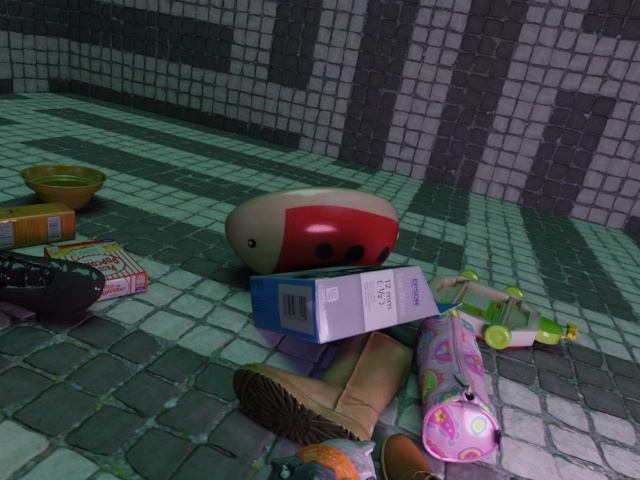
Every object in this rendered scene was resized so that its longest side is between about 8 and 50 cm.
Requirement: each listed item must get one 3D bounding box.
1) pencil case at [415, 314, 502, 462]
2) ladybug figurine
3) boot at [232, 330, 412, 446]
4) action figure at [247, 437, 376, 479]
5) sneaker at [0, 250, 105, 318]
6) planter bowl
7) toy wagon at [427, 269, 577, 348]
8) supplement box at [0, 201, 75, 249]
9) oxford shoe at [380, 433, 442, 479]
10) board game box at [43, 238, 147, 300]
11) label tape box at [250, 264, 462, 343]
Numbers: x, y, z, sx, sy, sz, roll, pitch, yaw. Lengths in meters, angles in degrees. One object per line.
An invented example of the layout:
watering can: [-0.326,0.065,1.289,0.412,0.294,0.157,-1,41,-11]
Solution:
pencil case: [0.226,0.236,0.778,0.124,0.124,0.284,13,21,6]
ladybug figurine: [0.000,0.000,1.091,0.448,0.305,0.162,-1,64,-21]
boot: [0.016,0.223,0.764,0.236,0.089,0.269,28,25,13]
action figure: [0.010,0.323,0.396,0.340,0.179,0.330,13,31,11]
sneaker: [-0.528,0.068,0.787,0.285,0.109,0.130,3,-21,-2]
planter bowl: [-0.726,-0.144,1.293,0.216,0.091,0.217,10,21,-4]
toy wagon: [0.424,0.176,1.093,0.344,0.068,0.267,22,24,23]
supplement box: [-0.701,-0.031,1.048,0.078,0.080,0.233,27,25,36]
oxford shoe: [0.136,0.322,0.583,0.075,0.076,0.212,3,21,-15]
board game box: [-0.479,0.061,0.967,0.146,0.045,0.193,-11,31,-44]
label tape box: [0.070,0.105,0.907,0.347,0.115,0.249,-7,1,-34]
